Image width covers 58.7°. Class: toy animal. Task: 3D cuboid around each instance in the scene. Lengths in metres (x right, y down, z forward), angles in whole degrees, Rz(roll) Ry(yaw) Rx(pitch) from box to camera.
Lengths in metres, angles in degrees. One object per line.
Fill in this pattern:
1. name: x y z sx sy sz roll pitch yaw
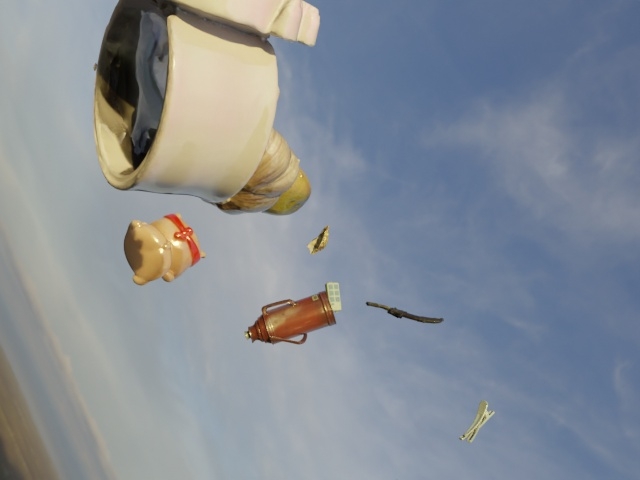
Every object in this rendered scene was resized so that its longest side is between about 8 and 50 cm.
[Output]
1. toy animal: -0.388 0.015 1.409 0.171 0.197 0.171 5 -78 24

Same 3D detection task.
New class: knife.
1. knife: 0.212 0.194 1.499 0.222 0.045 0.021 10 -70 30

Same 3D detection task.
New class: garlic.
1. garlic: -0.213 -0.193 1.419 0.322 0.322 0.241 -3 -110 60

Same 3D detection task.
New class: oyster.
1. oyster: 0.001 0.001 1.635 0.093 0.034 0.051 -45 -138 22

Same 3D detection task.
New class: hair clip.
1. hair clip: 0.347 0.405 1.271 0.030 0.115 0.039 -11 -71 47

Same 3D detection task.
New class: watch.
1. watch: -0.126 -0.163 0.569 0.244 0.196 0.231 42 -59 45

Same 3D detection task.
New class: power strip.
1. power strip: 0.036 0.162 1.624 0.016 0.040 0.090 -28 -115 56

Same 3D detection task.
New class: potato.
1. potato: -0.085 -0.148 1.630 0.117 0.182 0.202 25 -36 -2

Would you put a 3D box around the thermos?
1. thermos: -0.084 0.204 1.459 0.099 0.232 0.124 -114 -171 -59
